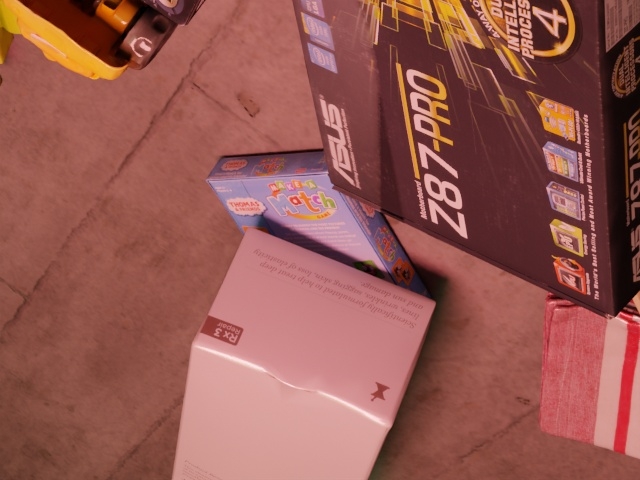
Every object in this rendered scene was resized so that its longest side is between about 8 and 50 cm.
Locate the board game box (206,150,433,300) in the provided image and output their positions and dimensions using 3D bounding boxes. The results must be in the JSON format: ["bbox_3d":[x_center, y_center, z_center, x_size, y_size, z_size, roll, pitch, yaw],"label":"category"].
[{"bbox_3d":[0.000,0.000,1.948,0.160,0.039,0.211,-2,135,39],"label":"board game box"}]

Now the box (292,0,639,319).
[{"bbox_3d":[0.127,-0.148,1.581,0.318,0.097,0.395,28,148,31],"label":"box"}]

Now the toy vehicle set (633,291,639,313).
[{"bbox_3d":[0.390,0.119,1.715,0.166,0.035,0.267,9,143,39],"label":"toy vehicle set"}]

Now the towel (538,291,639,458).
[{"bbox_3d":[0.371,0.166,1.876,0.329,0.037,0.237,17,143,19],"label":"towel"}]

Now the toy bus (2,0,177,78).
[{"bbox_3d":[-0.187,-0.218,1.682,0.149,0.220,0.211,37,151,-3],"label":"toy bus"}]

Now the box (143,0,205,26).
[{"bbox_3d":[-0.119,-0.288,1.567,0.147,0.180,0.077,33,145,-3],"label":"box"}]

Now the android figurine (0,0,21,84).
[{"bbox_3d":[-0.402,-0.255,1.883,0.248,0.056,0.273,3,137,14],"label":"android figurine"}]

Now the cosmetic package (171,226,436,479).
[{"bbox_3d":[-0.027,0.168,2.024,0.217,0.156,0.385,23,150,2],"label":"cosmetic package"}]
